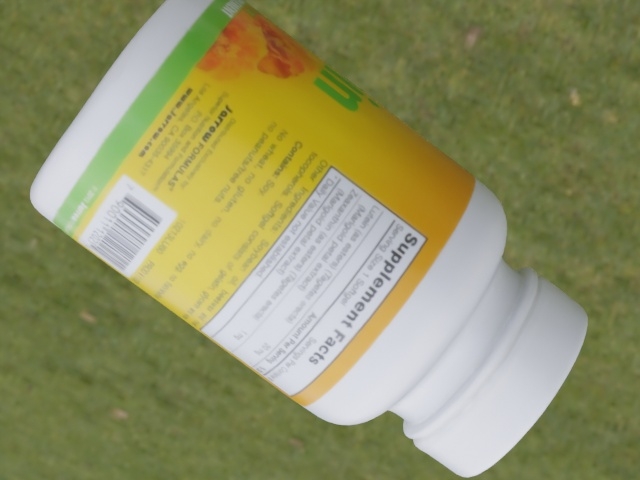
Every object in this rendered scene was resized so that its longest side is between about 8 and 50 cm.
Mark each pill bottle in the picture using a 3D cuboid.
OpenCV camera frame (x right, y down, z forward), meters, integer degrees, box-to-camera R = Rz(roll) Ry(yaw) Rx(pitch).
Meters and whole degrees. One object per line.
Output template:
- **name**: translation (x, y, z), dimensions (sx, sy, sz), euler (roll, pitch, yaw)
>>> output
- **pill bottle**: translation (0.000, 0.000, 0.732), dimensions (0.245, 0.136, 0.136), euler (37, 151, -6)
